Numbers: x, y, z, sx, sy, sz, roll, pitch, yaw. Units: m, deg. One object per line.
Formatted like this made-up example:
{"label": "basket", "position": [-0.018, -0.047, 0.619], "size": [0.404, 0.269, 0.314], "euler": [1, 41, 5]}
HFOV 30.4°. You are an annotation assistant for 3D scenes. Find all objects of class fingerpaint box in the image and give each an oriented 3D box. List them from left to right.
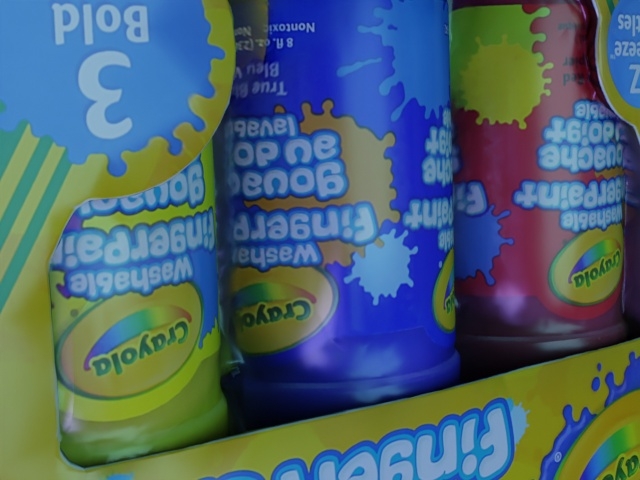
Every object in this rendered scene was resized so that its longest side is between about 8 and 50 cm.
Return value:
{"label": "fingerpaint box", "position": [0.000, 0.000, 0.599], "size": [0.445, 0.163, 0.371], "euler": [-6, 98, -38]}
